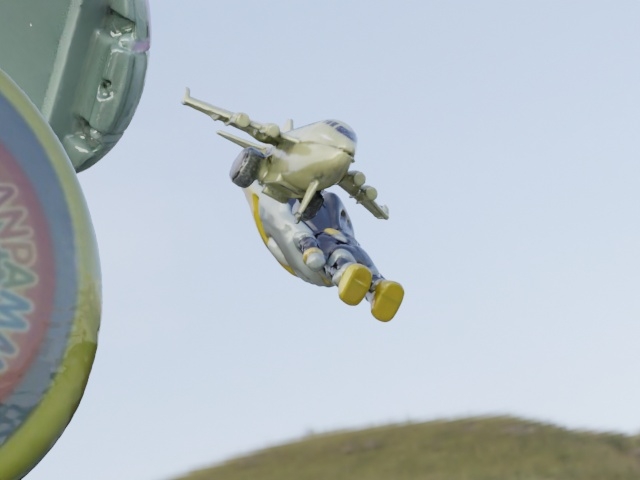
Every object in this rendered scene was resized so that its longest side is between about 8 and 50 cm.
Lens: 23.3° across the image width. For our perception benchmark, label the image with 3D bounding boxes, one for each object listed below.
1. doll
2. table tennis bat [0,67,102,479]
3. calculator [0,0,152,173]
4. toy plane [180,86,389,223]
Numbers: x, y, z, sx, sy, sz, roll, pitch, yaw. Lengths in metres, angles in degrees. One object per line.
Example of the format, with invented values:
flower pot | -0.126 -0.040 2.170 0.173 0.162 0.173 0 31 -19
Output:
doll | 0.003 0.002 1.822 0.145 0.316 0.103 1 -69 -25
table tennis bat | -0.247 -0.019 0.531 0.369 0.224 0.054 19 -29 -21
calculator | -0.199 -0.141 0.949 0.045 0.246 0.141 -11 -54 -52
toy plane | -0.021 -0.077 1.493 0.242 0.104 0.256 30 2 -17
